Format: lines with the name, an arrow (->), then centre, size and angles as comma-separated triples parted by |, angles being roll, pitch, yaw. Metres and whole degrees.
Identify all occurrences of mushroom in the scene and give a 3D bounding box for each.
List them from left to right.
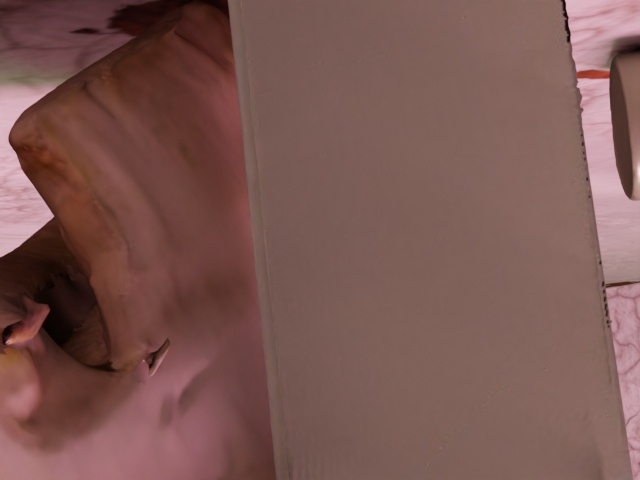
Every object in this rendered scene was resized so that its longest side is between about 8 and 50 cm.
mushroom -> -0.075, 0.023, 0.490 | 0.151, 0.156, 0.285 | -19, -164, 34

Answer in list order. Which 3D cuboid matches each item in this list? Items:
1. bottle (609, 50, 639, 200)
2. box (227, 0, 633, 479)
bottle -> 0.237, -0.064, 0.636 | 0.201, 0.072, 0.072 | -8, 174, 6
box -> 0.031, 0.009, 0.383 | 0.086, 0.225, 0.129 | -7, 173, 7
